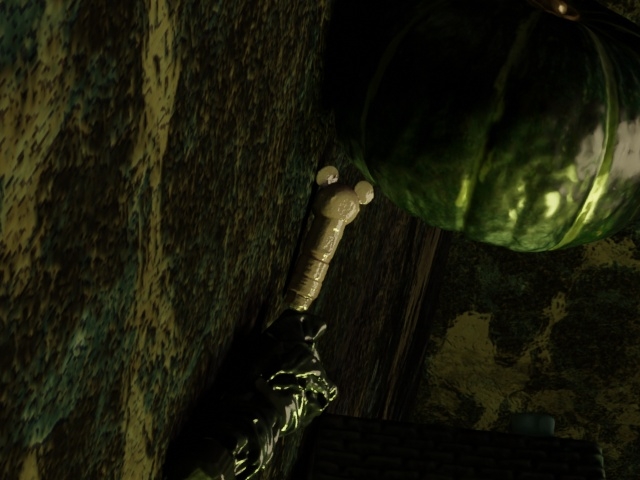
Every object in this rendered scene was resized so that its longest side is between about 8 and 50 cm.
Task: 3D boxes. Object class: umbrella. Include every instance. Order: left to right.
[{"bbox_3d":[-0.037,0.107,0.928,0.224,0.071,0.080,-41,118,-67],"label":"umbrella"}]

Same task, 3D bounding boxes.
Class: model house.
[{"bbox_3d":[0.115,0.336,1.523,0.297,0.360,0.339,90,6,-62],"label":"model house"}]

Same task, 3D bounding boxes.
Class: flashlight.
[{"bbox_3d":[0.000,0.000,1.090,0.031,0.052,0.110,19,-93,63],"label":"flashlight"}]

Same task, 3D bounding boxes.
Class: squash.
[{"bbox_3d":[0.134,-0.099,1.033,0.252,0.252,0.165,-56,167,-66],"label":"squash"}]
